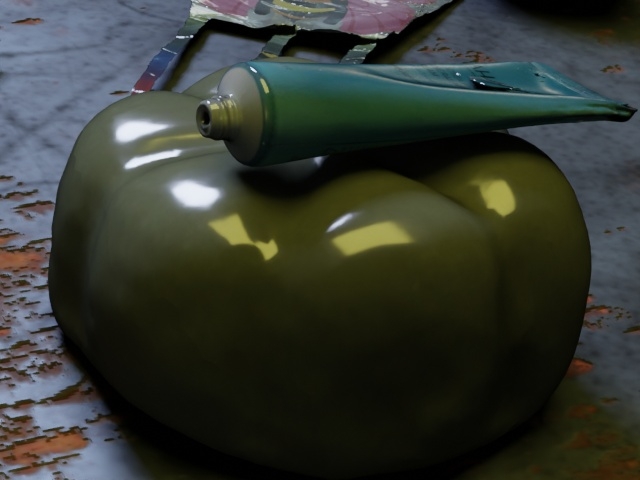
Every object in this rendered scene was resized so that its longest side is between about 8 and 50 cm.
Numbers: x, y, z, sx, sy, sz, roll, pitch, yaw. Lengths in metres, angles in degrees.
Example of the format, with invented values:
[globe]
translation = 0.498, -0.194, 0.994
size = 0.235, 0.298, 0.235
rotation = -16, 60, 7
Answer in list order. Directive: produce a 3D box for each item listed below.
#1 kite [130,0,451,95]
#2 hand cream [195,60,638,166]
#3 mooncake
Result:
[kite]
translation = -0.017, -0.146, 1.333
size = 0.204, 0.022, 0.360
rotation = 12, 31, 7
[hand cream]
translation = 0.043, -0.066, 0.949
size = 0.224, 0.048, 0.083
rotation = -7, 24, -32
[mooncake]
translation = 0.000, 0.000, 0.998
size = 0.275, 0.135, 0.275
rotation = 4, 28, -2
